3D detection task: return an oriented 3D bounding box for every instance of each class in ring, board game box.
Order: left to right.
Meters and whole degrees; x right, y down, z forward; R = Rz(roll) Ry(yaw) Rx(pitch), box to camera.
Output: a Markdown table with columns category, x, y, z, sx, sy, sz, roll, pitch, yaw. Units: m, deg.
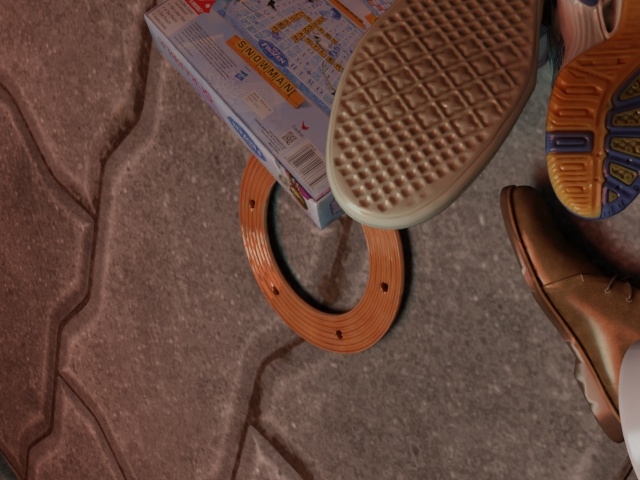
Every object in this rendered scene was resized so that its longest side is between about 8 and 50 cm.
| category | x | y | z | sx | sy | sz | roll | pitch | yaw |
| --- | --- | --- | --- | --- | --- | --- | --- | --- | --- |
| ring | 0.000 | 0.000 | 1.471 | 0.337 | 0.032 | 0.336 | 24 | 124 | 42 |
| board game box | 0.026 | -0.221 | 1.130 | 0.318 | 0.318 | 0.066 | 49 | 168 | 23 |

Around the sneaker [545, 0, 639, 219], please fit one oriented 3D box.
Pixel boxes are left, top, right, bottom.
| category | x | y | z | sx | sy | sz | roll | pitch | yaw |
| --- | --- | --- | --- | --- | --- | --- | --- | --- | --- |
| sneaker | 0.267 | -0.158 | 0.971 | 0.112 | 0.131 | 0.296 | 6 | 80 | 7 |

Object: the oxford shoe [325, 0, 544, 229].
| category | x | y | z | sx | sy | sz | roll | pitch | yaw |
| --- | --- | --- | --- | --- | --- | --- | --- | --- | --- |
| oxford shoe | 0.131 | -0.188 | 0.990 | 0.169 | 0.449 | 0.130 | 17 | 153 | 10 |

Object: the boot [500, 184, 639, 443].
| category | x | y | z | sx | sy | sz | roll | pitch | yaw |
| --- | --- | --- | --- | --- | --- | --- | --- | --- | --- |
| boot | 0.302 | 0.059 | 1.118 | 0.115 | 0.112 | 0.305 | -32 | 84 | 29 |

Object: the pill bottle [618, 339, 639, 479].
| category | x | y | z | sx | sy | sz | roll | pitch | yaw |
| --- | --- | --- | --- | --- | --- | --- | --- | --- | --- |
| pill bottle | 0.446 | 0.126 | 0.822 | 0.363 | 0.210 | 0.210 | -21 | 90 | 38 |
